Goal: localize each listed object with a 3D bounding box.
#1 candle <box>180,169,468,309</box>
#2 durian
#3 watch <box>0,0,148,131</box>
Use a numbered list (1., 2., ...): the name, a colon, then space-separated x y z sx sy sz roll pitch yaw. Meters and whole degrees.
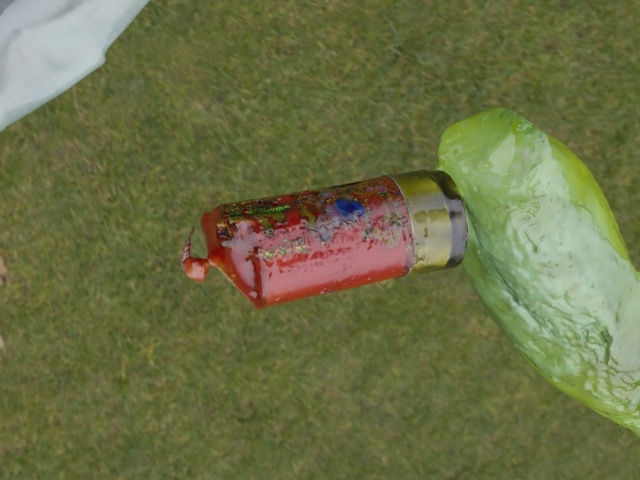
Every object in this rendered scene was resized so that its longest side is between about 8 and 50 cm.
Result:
1. candle: 0.000 0.000 0.504 0.131 0.052 0.052 -10 116 -16
2. durian: 0.148 0.021 0.703 0.101 0.139 0.250 -23 122 11
3. watch: -0.149 -0.149 0.402 0.241 0.162 0.253 -21 137 -38
